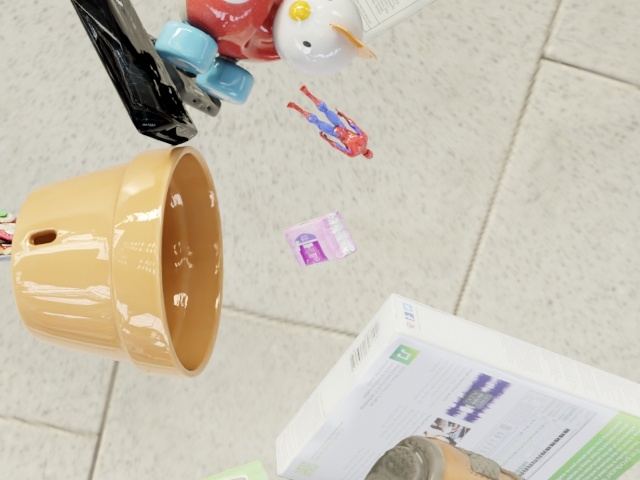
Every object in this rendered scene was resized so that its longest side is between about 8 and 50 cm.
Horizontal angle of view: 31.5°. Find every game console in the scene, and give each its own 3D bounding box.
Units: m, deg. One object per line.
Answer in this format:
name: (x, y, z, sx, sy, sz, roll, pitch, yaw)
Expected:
game console: (-0.201, -0.211, 1.448, 0.044, 0.361, 0.213, -29, 82, 10)

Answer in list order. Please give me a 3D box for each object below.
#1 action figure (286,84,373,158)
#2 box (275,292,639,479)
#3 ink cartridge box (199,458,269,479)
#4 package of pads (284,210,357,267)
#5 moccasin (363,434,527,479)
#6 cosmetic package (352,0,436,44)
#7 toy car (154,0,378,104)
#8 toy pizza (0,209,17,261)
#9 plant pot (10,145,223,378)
action figure: (0.016, -0.127, 1.268, 0.115, 0.030, 0.038, 38, 89, -19)
box: (0.149, 0.191, 1.121, 0.322, 0.058, 0.232, 22, 127, -20)
ink cartridge box: (-0.082, 0.319, 1.161, 0.109, 0.209, 0.062, -19, 115, -8)
package of pads: (0.000, 0.000, 1.238, 0.032, 0.083, 0.050, -28, 96, -34)
moccasin: (0.013, 0.292, 0.601, 0.147, 0.139, 0.380, 32, 83, -11)
cosmetic package: (0.146, -0.414, 1.529, 0.309, 0.113, 0.160, -30, 105, 4)
toy car: (-0.037, -0.274, 1.389, 0.238, 0.210, 0.219, 20, 84, 25)
toy pizza: (-0.458, -0.013, 1.510, 0.201, 0.201, 0.032, 6, 104, -6)
plant pot: (-0.254, 0.028, 1.428, 0.204, 0.291, 0.290, -1, 108, 10)
